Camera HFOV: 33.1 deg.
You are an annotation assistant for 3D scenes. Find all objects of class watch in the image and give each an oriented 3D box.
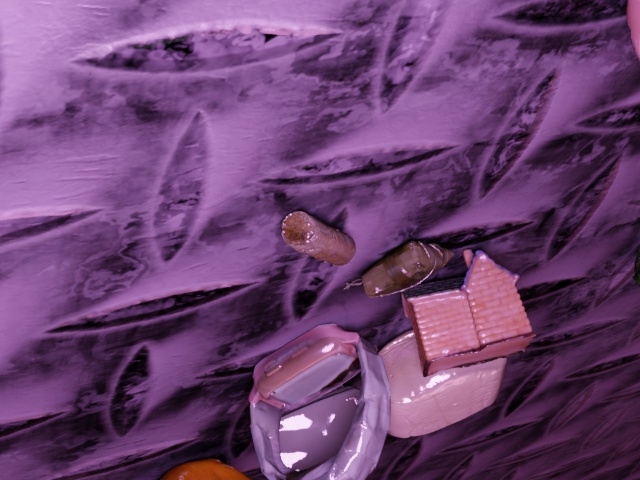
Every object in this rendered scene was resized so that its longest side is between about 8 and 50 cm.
[{"bbox_3d":[0.003,0.293,1.762,0.253,0.241,0.162,-33,149,13],"label":"watch"}]

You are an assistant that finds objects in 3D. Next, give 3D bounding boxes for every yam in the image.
[{"bbox_3d":[0.000,0.000,1.469,0.054,0.054,0.132,-36,151,18],"label":"yam"}]

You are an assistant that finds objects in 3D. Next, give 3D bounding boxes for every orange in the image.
[{"bbox_3d":[-0.231,0.512,2.006,0.249,0.183,0.249,-24,137,-25],"label":"orange"}]

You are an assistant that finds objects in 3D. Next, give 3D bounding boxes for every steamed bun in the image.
[{"bbox_3d":[0.200,0.233,1.914,0.250,0.154,0.200,-22,148,-4],"label":"steamed bun"}]

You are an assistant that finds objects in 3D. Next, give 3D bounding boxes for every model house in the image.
[{"bbox_3d":[0.231,0.112,1.746,0.183,0.172,0.166,-15,164,-3],"label":"model house"}]

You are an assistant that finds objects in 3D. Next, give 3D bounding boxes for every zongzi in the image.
[{"bbox_3d":[0.123,0.055,1.668,0.154,0.062,0.130,-34,163,28],"label":"zongzi"}]

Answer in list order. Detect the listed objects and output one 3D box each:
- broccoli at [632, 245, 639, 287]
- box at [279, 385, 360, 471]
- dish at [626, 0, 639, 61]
[{"bbox_3d":[0.749,0.056,1.975,0.304,0.321,0.283,-32,-176,32],"label":"broccoli"},{"bbox_3d":[0.001,0.352,1.948,0.210,0.148,0.129,-21,171,-9],"label":"box"},{"bbox_3d":[0.452,-0.303,1.295,0.213,0.090,0.213,-18,148,-12],"label":"dish"}]
